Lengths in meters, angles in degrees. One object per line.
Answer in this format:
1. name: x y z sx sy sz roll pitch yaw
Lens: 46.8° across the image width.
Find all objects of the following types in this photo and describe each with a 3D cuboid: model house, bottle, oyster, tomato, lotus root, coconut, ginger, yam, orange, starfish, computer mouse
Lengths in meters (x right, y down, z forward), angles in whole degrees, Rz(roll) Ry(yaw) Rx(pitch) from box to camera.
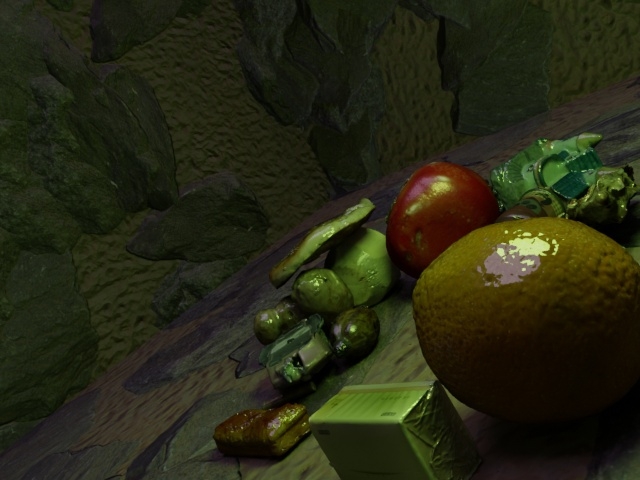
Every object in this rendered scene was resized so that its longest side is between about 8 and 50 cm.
1. model house: 0.679 -0.188 2.022 0.267 0.194 0.325 -33 9 -26
2. bottle: 0.514 -0.024 1.866 0.271 0.143 0.156 -35 -14 -41
3. oyster: 0.671 -0.091 1.697 0.221 0.096 0.361 -52 -18 1
4. tomato: 0.328 -0.047 2.005 0.293 0.289 0.325 -39 -27 -78
5. lotus root: 0.086 0.234 1.850 0.120 0.120 0.209 -23 13 32
6. coconut: 0.129 0.076 2.209 0.241 0.241 0.241 -28 10 6
7. ginger: -0.042 0.206 2.105 0.304 0.155 0.244 -39 -36 23
8. yam: -0.079 0.382 1.805 0.145 0.032 0.032 -25 11 13
9. orange: 0.318 0.120 1.145 0.356 0.322 0.322 -1 25 33
10. starfish: 0.651 -0.074 1.854 0.150 0.053 0.209 -59 -27 8
11. computer mouse: -0.046 0.301 1.859 0.199 0.115 0.389 -37 9 4

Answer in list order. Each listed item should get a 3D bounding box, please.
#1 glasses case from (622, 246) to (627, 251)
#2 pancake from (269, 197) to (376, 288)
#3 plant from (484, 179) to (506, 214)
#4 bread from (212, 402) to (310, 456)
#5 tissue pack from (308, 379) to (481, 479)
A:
1. glasses case: 0.578 0.052 1.590 0.164 0.041 0.063 -22 12 36
2. pancake: -0.001 0.001 2.125 0.387 0.082 0.387 -38 3 2
3. plant: 0.506 -0.116 2.360 0.132 0.129 0.194 -35 9 -32
4. bread: -0.130 0.417 1.647 0.139 0.077 0.270 -33 8 -36
5. tissue pack: 0.114 0.323 1.199 0.125 0.159 0.234 -37 13 -37
